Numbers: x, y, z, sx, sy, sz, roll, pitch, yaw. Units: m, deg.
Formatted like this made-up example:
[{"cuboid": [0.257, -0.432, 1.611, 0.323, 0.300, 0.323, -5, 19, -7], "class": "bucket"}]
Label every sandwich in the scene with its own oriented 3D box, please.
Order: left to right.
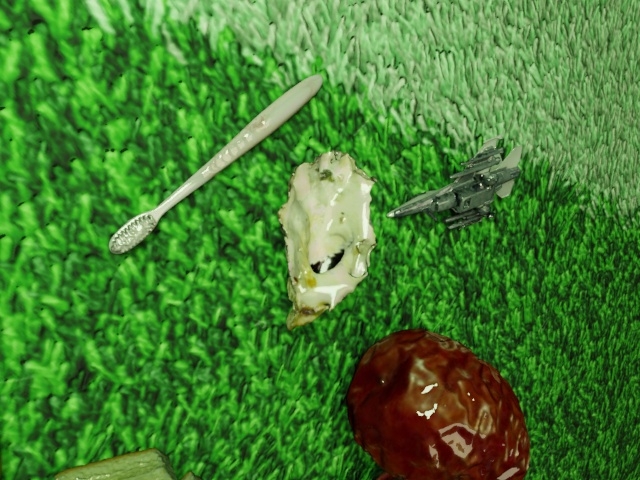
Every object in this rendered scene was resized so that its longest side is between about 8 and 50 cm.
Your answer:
[{"cuboid": [-0.165, 0.302, 0.510, 0.088, 0.090, 0.244, -48, 117, -9], "class": "sandwich"}]

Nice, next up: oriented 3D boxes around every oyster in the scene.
[{"cuboid": [0.008, -0.005, 0.569, 0.133, 0.072, 0.209, -6, 83, -23], "class": "oyster"}]

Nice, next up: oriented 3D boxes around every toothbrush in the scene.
[{"cuboid": [-0.102, -0.091, 0.503, 0.307, 0.030, 0.025, -44, 112, -16], "class": "toothbrush"}]

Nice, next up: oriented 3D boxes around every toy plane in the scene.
[{"cuboid": [0.207, -0.066, 0.664, 0.234, 0.082, 0.160, -29, 140, -23], "class": "toy plane"}]

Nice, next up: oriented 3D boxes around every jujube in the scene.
[{"cuboid": [0.155, 0.232, 0.612, 0.232, 0.213, 0.213, 43, 78, -26], "class": "jujube"}]

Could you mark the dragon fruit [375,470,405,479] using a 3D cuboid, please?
[{"cuboid": [0.139, 0.493, 0.725, 0.286, 0.228, 0.329, 13, 109, -5], "class": "dragon fruit"}]
